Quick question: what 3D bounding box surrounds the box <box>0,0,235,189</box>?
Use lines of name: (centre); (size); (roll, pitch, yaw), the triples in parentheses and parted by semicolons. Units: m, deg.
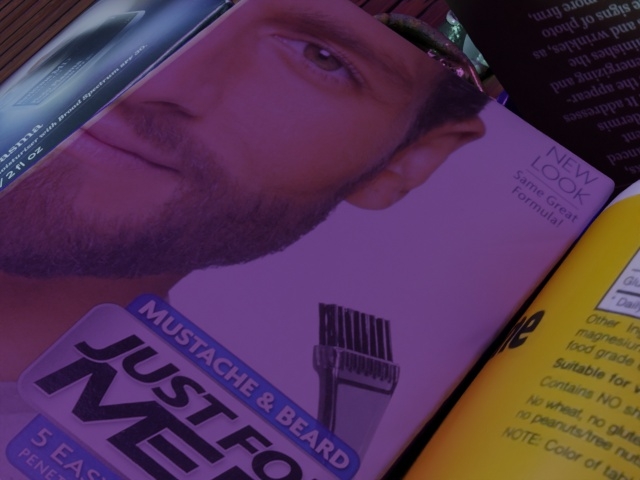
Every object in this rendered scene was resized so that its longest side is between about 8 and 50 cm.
box: (-0.185, -0.052, 1.312); (0.296, 0.183, 0.294); (-43, 24, -11)

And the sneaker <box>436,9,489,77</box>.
sneaker: (0.133, -0.218, 1.217); (0.228, 0.132, 0.086); (-32, 25, 12)

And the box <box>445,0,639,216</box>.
box: (0.172, -0.144, 0.740); (0.191, 0.381, 0.143); (-12, 33, 43)

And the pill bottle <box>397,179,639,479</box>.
pill bottle: (0.146, 0.092, 0.602); (0.334, 0.188, 0.188); (-49, 27, -23)

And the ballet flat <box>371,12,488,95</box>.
ballet flat: (0.072, -0.004, 0.837); (0.123, 0.123, 0.348); (-33, 42, 12)

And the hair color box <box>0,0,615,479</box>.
hair color box: (-0.047, 0.045, 0.629); (0.339, 0.185, 0.110); (-45, -14, -40)

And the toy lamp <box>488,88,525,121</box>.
toy lamp: (0.079, -0.097, 1.147); (0.080, 0.080, 0.274); (-46, 29, -16)
